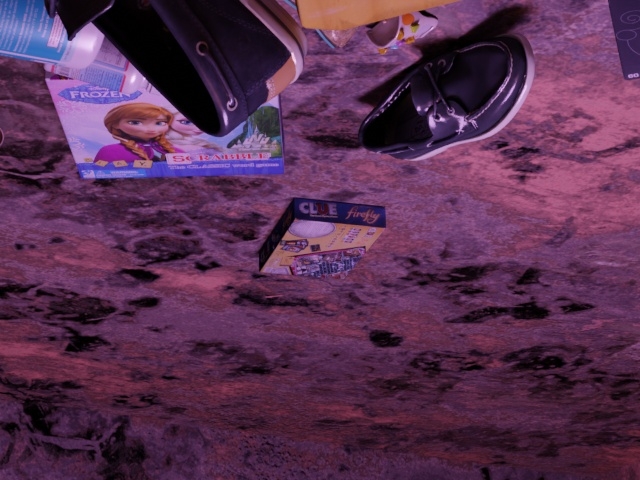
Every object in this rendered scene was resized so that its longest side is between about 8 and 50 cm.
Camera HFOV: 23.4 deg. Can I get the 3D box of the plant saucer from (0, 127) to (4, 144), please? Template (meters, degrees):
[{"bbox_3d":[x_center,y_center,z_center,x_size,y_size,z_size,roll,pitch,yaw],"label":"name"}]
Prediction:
[{"bbox_3d":[-0.557,-0.171,2.303,0.168,0.029,0.168,-2,158,-1],"label":"plant saucer"}]

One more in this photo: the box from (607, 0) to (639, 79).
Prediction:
[{"bbox_3d":[0.425,-0.324,1.854,0.165,0.143,0.270,-8,155,14],"label":"box"}]

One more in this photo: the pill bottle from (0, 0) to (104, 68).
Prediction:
[{"bbox_3d":[-0.395,-0.298,1.863,0.264,0.146,0.146,9,155,-23],"label":"pill bottle"}]

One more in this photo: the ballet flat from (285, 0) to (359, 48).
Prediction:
[{"bbox_3d":[-0.009,-0.316,1.968,0.067,0.073,0.206,-38,149,12],"label":"ballet flat"}]

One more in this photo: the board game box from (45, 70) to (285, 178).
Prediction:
[{"bbox_3d":[-0.214,-0.186,2.237,0.319,0.066,0.318,-2,157,1],"label":"board game box"}]

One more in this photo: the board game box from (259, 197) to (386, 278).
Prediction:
[{"bbox_3d":[0.000,0.000,2.718,0.165,0.042,0.243,6,156,-16],"label":"board game box"}]

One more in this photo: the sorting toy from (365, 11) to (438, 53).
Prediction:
[{"bbox_3d":[0.117,-0.283,2.077,0.075,0.045,0.083,-9,165,-35],"label":"sorting toy"}]

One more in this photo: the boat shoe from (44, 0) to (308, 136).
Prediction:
[{"bbox_3d":[-0.237,-0.299,1.653,0.500,0.156,0.187,40,160,-17],"label":"boat shoe"}]

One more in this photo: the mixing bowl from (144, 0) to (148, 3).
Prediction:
[{"bbox_3d":[-0.170,-0.288,1.929,0.181,0.098,0.181,9,177,0],"label":"mixing bowl"}]

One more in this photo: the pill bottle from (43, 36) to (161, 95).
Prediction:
[{"bbox_3d":[-0.278,-0.244,2.036,0.160,0.087,0.087,16,154,-9],"label":"pill bottle"}]

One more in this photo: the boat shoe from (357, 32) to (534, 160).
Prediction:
[{"bbox_3d":[0.163,-0.197,2.160,0.113,0.127,0.340,-2,169,-31],"label":"boat shoe"}]

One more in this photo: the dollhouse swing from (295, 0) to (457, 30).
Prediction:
[{"bbox_3d":[0.087,-0.403,1.571,0.347,0.315,0.305,-15,-177,1],"label":"dollhouse swing"}]
